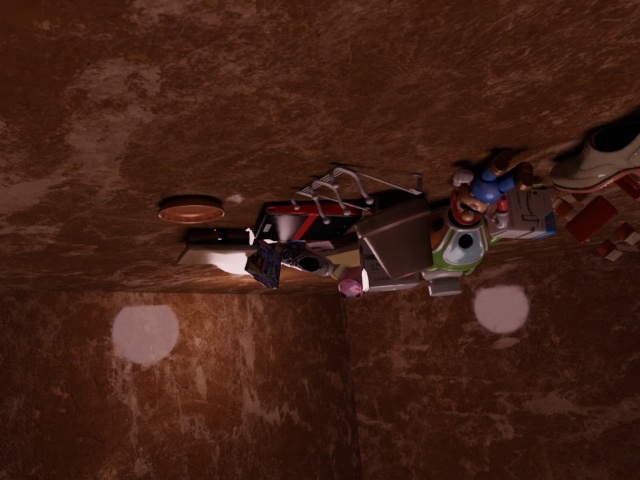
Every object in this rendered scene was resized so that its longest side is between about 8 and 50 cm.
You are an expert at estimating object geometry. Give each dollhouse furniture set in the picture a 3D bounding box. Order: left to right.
[{"bbox_3d":[0.913,-0.106,1.753,0.135,0.262,0.259,11,126,-47],"label":"dollhouse furniture set"}]

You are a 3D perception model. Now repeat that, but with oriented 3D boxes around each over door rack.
[{"bbox_3d":[0.110,-0.123,1.591,0.324,0.108,0.239,2,167,-32],"label":"over door rack"}]

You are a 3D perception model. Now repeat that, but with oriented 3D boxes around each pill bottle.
[{"bbox_3d":[0.478,0.065,2.167,0.169,0.301,0.169,-5,168,-1],"label":"pill bottle"}]

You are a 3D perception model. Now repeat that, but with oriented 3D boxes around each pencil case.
[{"bbox_3d":[0.177,0.146,2.520,0.124,0.124,0.284,-12,-151,30],"label":"pencil case"}]

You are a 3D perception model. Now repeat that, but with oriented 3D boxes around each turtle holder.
[{"bbox_3d":[0.515,-0.012,1.951,0.320,0.243,0.227,18,146,7],"label":"turtle holder"}]

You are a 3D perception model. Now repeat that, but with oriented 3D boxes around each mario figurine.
[{"bbox_3d":[0.470,-0.121,1.570,0.170,0.198,0.320,-24,169,-18],"label":"mario figurine"}]

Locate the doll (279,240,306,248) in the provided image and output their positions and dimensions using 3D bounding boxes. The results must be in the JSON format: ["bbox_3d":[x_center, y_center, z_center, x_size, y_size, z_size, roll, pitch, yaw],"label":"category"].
[{"bbox_3d":[-0.118,-0.001,2.196,0.129,0.046,0.189,5,173,22],"label":"doll"}]

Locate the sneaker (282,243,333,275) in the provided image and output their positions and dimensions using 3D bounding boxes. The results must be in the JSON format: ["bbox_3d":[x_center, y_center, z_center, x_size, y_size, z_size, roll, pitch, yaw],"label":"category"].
[{"bbox_3d":[-0.086,0.070,2.285,0.281,0.105,0.115,15,180,21],"label":"sneaker"}]

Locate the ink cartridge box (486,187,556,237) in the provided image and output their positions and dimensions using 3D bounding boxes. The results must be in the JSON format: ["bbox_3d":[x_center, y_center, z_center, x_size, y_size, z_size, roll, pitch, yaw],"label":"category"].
[{"bbox_3d":[0.637,-0.087,1.738,0.203,0.148,0.086,1,167,-24],"label":"ink cartridge box"}]

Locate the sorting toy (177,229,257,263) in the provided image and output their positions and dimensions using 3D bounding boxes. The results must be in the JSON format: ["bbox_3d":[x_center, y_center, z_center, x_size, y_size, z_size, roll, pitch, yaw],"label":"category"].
[{"bbox_3d":[-0.404,0.024,2.097,0.256,0.089,0.257,0,167,-24],"label":"sorting toy"}]

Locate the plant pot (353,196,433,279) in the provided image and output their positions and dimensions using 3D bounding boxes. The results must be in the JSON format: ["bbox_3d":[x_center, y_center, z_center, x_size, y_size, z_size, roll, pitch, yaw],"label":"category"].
[{"bbox_3d":[0.269,0.004,1.822,0.263,0.229,0.263,-19,175,-2],"label":"plant pot"}]

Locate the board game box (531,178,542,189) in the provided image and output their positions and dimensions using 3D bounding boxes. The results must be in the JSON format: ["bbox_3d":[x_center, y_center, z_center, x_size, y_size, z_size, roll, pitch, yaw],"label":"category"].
[{"bbox_3d":[0.649,-0.156,1.845,0.124,0.039,0.259,-6,170,2],"label":"board game box"}]

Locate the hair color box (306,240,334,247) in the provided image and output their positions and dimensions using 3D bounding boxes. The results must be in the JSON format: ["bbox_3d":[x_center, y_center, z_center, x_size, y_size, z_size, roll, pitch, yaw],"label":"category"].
[{"bbox_3d":[0.000,0.000,2.252,0.093,0.053,0.167,-7,167,8],"label":"hair color box"}]

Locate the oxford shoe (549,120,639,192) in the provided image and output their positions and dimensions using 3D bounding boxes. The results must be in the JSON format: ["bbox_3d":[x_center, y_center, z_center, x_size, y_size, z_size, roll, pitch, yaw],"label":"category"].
[{"bbox_3d":[0.731,-0.230,1.411,0.147,0.140,0.397,31,162,-14],"label":"oxford shoe"}]

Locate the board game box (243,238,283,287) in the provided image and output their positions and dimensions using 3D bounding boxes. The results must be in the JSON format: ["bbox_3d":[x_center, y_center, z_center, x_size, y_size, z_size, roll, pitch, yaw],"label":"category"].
[{"bbox_3d":[-0.227,0.070,2.239,0.060,0.194,0.194,-4,150,37],"label":"board game box"}]

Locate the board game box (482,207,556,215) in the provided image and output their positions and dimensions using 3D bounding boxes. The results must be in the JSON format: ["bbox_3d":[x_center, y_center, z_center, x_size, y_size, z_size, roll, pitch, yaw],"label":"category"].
[{"bbox_3d":[0.761,-0.111,2.128,0.281,0.027,0.145,-1,168,-20],"label":"board game box"}]

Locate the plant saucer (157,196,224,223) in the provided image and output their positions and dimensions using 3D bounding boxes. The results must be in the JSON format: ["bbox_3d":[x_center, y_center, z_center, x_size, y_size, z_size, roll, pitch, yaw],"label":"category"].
[{"bbox_3d":[-0.396,-0.094,1.671,0.200,0.037,0.200,-5,167,-1],"label":"plant saucer"}]

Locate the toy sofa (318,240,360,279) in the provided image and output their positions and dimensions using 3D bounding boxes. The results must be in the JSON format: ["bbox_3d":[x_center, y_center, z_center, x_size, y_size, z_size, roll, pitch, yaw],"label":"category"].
[{"bbox_3d":[0.169,0.033,2.335,0.363,0.177,0.150,-15,140,38],"label":"toy sofa"}]

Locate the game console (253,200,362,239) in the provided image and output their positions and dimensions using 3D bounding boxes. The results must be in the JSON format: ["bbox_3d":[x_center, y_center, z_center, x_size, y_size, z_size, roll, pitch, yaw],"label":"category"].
[{"bbox_3d":[-0.052,-0.067,1.939,0.342,0.060,0.386,1,167,-12],"label":"game console"}]

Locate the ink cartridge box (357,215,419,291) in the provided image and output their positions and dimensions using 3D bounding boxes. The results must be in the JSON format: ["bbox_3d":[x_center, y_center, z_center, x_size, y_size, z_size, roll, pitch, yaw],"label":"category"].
[{"bbox_3d":[0.252,0.048,2.054,0.198,0.272,0.115,-4,168,-8],"label":"ink cartridge box"}]
